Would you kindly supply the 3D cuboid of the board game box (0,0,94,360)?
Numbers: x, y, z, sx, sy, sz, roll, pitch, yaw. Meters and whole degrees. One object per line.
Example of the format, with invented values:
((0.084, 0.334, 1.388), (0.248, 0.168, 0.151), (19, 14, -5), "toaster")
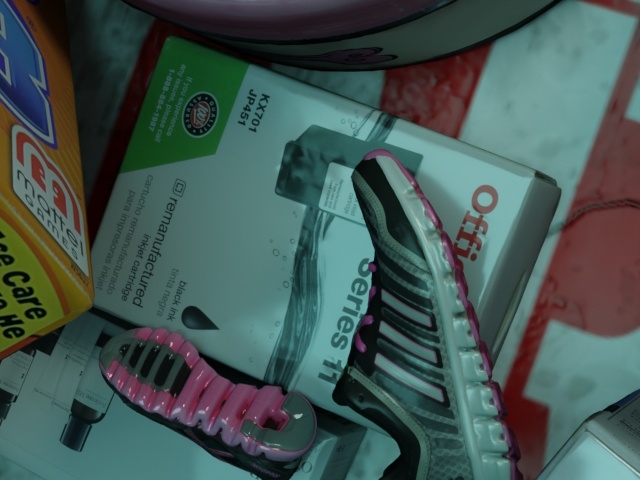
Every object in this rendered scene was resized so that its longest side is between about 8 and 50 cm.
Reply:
((-0.353, -0.110, 0.597), (0.356, 0.356, 0.356), (-28, 38, 8), "board game box")

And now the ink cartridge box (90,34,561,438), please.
((0.000, 0.000, 0.714), (0.208, 0.087, 0.153), (21, 95, 16), "ink cartridge box")

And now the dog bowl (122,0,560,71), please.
((-0.010, -0.278, 0.650), (0.408, 0.150, 0.408), (4, 103, 17), "dog bowl")

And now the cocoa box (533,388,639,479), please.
((0.113, 0.268, 0.595), (0.231, 0.228, 0.347), (39, 99, 15), "cocoa box")

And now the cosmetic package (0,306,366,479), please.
((-0.104, 0.098, 0.758), (0.239, 0.060, 0.099), (24, 96, 17), "cosmetic package")

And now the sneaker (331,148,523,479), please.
((0.035, 0.045, 0.623), (0.074, 0.063, 0.170), (-18, 90, 8), "sneaker")

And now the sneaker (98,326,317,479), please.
((-0.059, 0.087, 0.685), (0.119, 0.057, 0.047), (26, 55, 14), "sneaker")
